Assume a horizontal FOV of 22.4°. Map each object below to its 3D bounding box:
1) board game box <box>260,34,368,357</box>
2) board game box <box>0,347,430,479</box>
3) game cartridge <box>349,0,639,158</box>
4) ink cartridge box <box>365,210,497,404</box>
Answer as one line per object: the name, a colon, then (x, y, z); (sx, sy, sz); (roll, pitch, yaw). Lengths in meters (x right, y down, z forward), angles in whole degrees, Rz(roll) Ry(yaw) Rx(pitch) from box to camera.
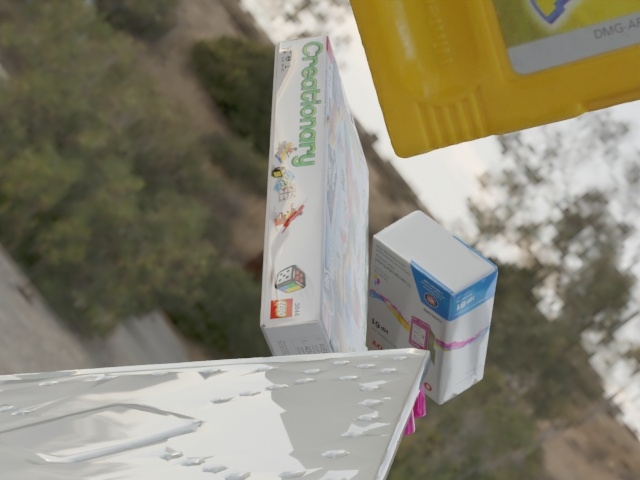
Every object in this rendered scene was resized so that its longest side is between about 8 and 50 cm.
board game box: (0.000, 0.000, 1.392); (0.193, 0.053, 0.305); (71, 17, -52)
board game box: (-0.139, 0.140, 0.993); (0.390, 0.390, 0.050); (-42, 127, -78)
game cartridge: (0.158, -0.222, 1.009); (0.052, 0.323, 0.285); (-36, 111, -66)
ink cartridge box: (0.084, 0.053, 1.251); (0.088, 0.052, 0.122); (37, -37, 33)
